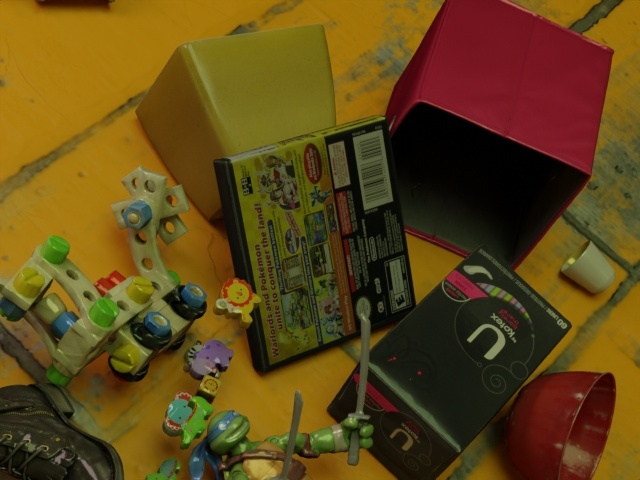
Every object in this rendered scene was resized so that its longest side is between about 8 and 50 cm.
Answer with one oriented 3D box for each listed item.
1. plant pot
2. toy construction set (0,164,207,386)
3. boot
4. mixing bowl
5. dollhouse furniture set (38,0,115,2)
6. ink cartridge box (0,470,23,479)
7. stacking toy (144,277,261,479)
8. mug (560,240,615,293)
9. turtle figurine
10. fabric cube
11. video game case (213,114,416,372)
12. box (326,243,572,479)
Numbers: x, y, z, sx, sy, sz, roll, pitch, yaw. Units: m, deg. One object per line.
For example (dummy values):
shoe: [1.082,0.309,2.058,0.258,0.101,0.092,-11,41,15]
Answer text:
plant pot: [-0.096,-0.145,1.676,0.212,0.212,0.187,-13,77,-29]
toy construction set: [-0.252,0.050,1.485,0.215,0.151,0.327,39,39,4]
boot: [-0.346,0.217,1.295,0.229,0.091,0.263,11,18,-42]
mixing bowl: [0.296,0.239,1.601,0.098,0.181,0.181,16,46,29]
dollhouse furniture set: [-0.400,-0.414,1.818,0.182,0.101,0.161,-4,35,-23]
ink cartridge box: [-0.335,0.261,1.401,0.048,0.028,0.083,14,53,-14]
stacking toy: [-0.144,0.170,1.452,0.052,0.167,0.221,25,53,-4]
mug: [0.397,0.039,1.829,0.064,0.062,0.078,42,59,-1]
turtle figurine: [0.007,0.274,1.402,0.275,0.198,0.266,-36,94,7]
fabric cube: [0.228,-0.158,1.771,0.259,0.254,0.258,23,52,-5]
video game case: [0.000,0.000,1.607,0.248,0.035,0.274,-19,107,-31]
box: [0.165,0.160,1.599,0.165,0.143,0.270,42,53,9]
